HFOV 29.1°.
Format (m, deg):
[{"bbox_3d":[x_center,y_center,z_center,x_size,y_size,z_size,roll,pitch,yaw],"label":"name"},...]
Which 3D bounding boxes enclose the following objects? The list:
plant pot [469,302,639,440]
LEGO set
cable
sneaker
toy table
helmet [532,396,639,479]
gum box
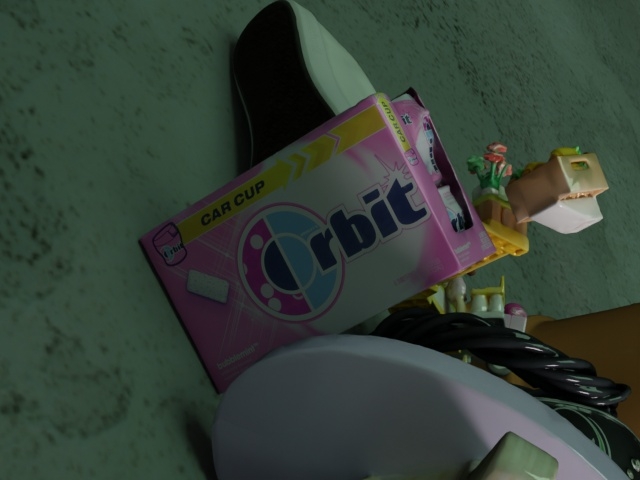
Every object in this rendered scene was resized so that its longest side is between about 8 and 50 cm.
[{"bbox_3d":[0.265,0.171,0.981,0.291,0.204,0.290,40,35,-35],"label":"plant pot"},{"bbox_3d":[0.099,-0.008,0.839,0.287,0.132,0.107,95,0,-61],"label":"LEGO set"},{"bbox_3d":[0.120,0.090,0.843,0.150,0.185,0.047,50,51,-43],"label":"cable"},{"bbox_3d":[0.016,-0.049,0.878,0.123,0.106,0.290,33,37,-37],"label":"sneaker"},{"bbox_3d":[0.046,0.173,0.602,0.274,0.252,0.161,20,20,12],"label":"toy table"},{"bbox_3d":[0.134,0.197,0.786,0.169,0.169,0.161,36,49,-39],"label":"helmet"},{"bbox_3d":[0.000,0.000,0.717,0.107,0.188,0.062,62,28,3],"label":"gum box"}]
